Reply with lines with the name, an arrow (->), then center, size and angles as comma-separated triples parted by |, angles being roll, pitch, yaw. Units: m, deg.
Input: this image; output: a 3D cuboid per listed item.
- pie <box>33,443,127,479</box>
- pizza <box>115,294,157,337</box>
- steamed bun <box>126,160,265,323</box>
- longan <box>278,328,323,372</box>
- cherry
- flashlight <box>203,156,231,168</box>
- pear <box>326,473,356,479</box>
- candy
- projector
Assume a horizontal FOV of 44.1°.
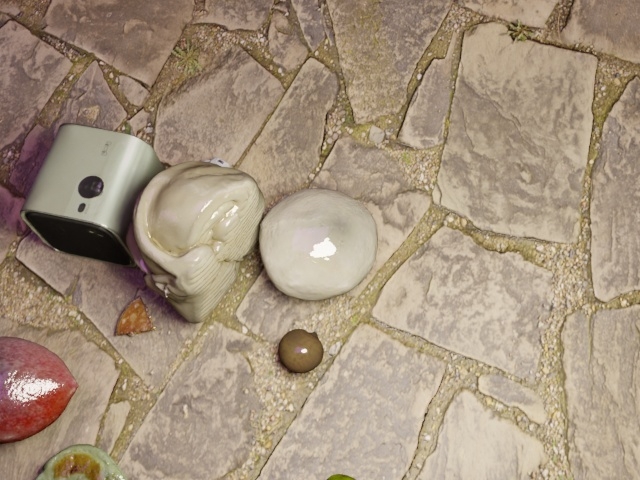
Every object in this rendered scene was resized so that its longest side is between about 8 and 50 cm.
pie -> -0.517, 0.558, 1.693 | 0.240, 0.054, 0.240 | -2, 66, 5
pizza -> -0.446, 0.196, 1.878 | 0.099, 0.029, 0.100 | -34, 64, -2
steamed bun -> -0.293, -0.029, 1.776 | 0.255, 0.368, 0.342 | 29, 65, 10
longan -> -0.043, 0.247, 1.783 | 0.113, 0.092, 0.113 | -5, 39, 4
cherry -> -0.670, 0.332, 1.743 | 0.239, 0.206, 0.239 | 17, 54, -25
flashlight -> -0.302, -0.123, 2.006 | 0.093, 0.047, 0.200 | 30, 73, 18
pear -> -0.009, 0.597, 1.578 | 0.238, 0.164, 0.255 | 1, 56, 19
candy -> 0.000, 0.000, 1.819 | 0.295, 0.185, 0.295 | 7, 69, -17
projector -> -0.536, -0.106, 1.904 | 0.248, 0.248, 0.249 | 11, 66, 10
